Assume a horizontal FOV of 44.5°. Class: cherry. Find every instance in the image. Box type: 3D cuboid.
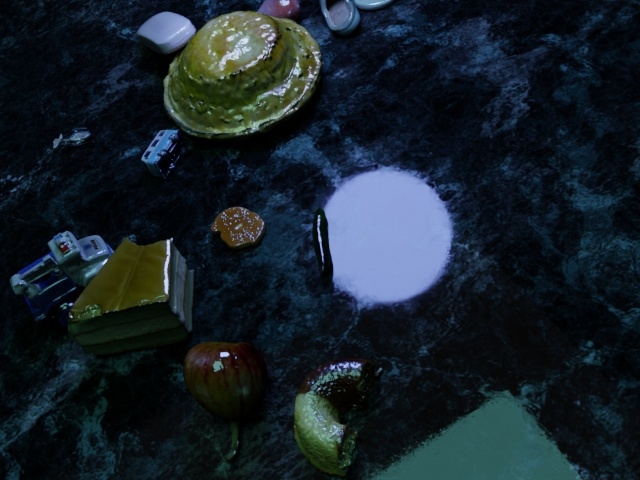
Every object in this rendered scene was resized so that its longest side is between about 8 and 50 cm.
[{"bbox_3d":[-0.112,-0.639,2.162,0.126,0.087,0.106,-22,50,22],"label":"cherry"}]

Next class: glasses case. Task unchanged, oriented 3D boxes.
[{"bbox_3d":[-0.430,-0.575,2.164,0.113,0.075,0.297,-39,31,-8],"label":"glasses case"}]

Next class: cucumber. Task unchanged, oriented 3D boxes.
[{"bbox_3d":[0.000,0.000,1.679,0.036,0.033,0.184,-28,46,26],"label":"cucumber"}]

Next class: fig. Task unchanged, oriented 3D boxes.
[{"bbox_3d":[-0.163,0.268,1.459,0.149,0.148,0.202,-40,91,20],"label":"fig"}]

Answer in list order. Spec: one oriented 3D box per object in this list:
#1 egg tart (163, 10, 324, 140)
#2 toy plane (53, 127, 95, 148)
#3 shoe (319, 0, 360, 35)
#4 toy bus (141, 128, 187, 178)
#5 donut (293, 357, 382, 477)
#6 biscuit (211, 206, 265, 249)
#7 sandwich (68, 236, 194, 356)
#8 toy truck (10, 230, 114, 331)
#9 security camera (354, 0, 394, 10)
[{"bbox_3d":[-0.211,-0.442,1.981,0.443,0.178,0.443,-7,54,10],"label":"egg tart"},{"bbox_3d":[-0.648,-0.267,2.064,0.120,0.031,0.049,-3,61,10],"label":"toy plane"},{"bbox_3d":[0.038,-0.663,2.119,0.103,0.100,0.251,-28,53,16],"label":"shoe"},{"bbox_3d":[-0.391,-0.215,1.934,0.075,0.060,0.123,8,54,26],"label":"toy bus"},{"bbox_3d":[0.017,0.303,1.409,0.141,0.085,0.217,4,57,18],"label":"donut"},{"bbox_3d":[-0.182,-0.028,1.758,0.130,0.019,0.102,30,66,32],"label":"biscuit"},{"bbox_3d":[-0.392,0.110,1.628,0.227,0.155,0.198,-12,49,7],"label":"sandwich"},{"bbox_3d":[-0.547,0.069,1.686,0.213,0.177,0.161,-34,51,-10],"label":"toy truck"},{"bbox_3d":[0.210,-0.739,2.158,0.301,0.080,0.157,-28,52,-3],"label":"security camera"}]
